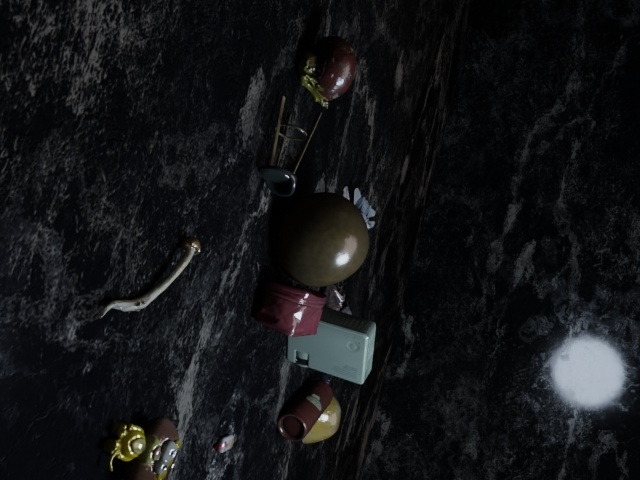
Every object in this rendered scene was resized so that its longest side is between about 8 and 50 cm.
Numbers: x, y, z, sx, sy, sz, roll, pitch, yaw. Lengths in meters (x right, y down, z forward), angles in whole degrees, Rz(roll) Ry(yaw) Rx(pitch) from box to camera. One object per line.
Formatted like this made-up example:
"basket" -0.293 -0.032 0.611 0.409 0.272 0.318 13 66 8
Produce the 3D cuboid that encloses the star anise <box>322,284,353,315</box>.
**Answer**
"star anise" 0.042 0.249 2.388 0.257 0.111 0.198 75 33 -68

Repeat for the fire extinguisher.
"fire extinguisher" -0.026 0.521 2.389 0.344 0.102 0.138 -38 137 -62

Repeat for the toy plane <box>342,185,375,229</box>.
"toy plane" 0.095 -0.028 2.372 0.212 0.088 0.267 49 56 -40

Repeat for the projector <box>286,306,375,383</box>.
"projector" 0.032 0.300 2.148 0.099 0.257 0.192 -46 145 -54

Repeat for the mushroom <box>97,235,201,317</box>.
"mushroom" -0.311 0.080 1.327 0.306 0.043 0.068 -49 131 -52

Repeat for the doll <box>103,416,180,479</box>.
"doll" -0.342 0.417 1.392 0.188 0.096 0.145 14 82 -62

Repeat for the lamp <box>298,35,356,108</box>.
"lamp" 0.013 -0.429 1.783 0.156 0.135 0.157 127 -33 -47

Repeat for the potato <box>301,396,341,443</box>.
"potato" 0.013 0.639 2.578 0.182 0.117 0.202 65 41 -67

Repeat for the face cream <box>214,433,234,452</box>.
"face cream" -0.249 0.525 1.853 0.083 0.021 0.040 10 93 -71

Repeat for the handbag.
"handbag" -0.076 0.176 1.918 0.225 0.146 0.135 20 87 -70

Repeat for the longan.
"longan" 0.000 0.000 1.884 0.258 0.258 0.258 14 90 -72

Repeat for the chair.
"chair" -0.084 -0.222 1.705 0.095 0.104 0.221 26 73 -46
